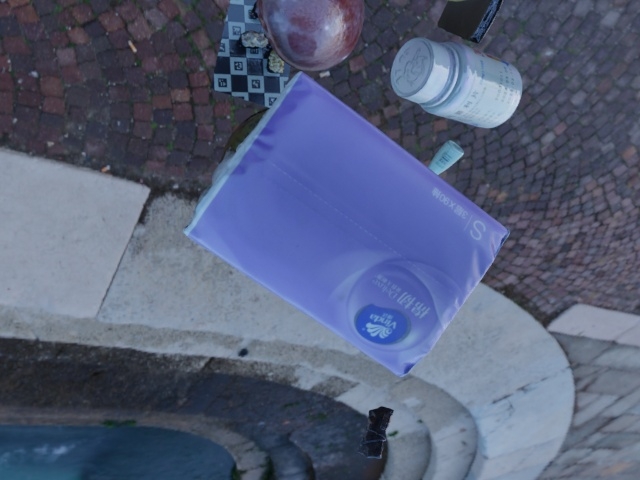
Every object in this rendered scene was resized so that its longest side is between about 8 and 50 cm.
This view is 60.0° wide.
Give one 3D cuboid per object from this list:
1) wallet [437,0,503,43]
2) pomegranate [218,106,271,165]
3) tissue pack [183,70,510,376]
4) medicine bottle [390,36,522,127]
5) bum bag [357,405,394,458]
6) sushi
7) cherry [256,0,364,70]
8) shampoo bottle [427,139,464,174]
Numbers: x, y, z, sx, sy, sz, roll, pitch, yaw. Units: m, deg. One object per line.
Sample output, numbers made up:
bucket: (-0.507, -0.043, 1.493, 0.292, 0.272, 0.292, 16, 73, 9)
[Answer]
wallet: (0.330, -0.508, 1.236, 0.031, 0.198, 0.110, 18, 114, -21)
pomegranate: (-0.042, -0.112, 1.095, 0.285, 0.284, 0.341, -30, 163, 12)
tissue pack: (0.027, -0.018, 0.708, 0.338, 0.160, 0.242, 35, 87, -12)
medicine bottle: (0.320, -0.371, 1.301, 0.293, 0.170, 0.170, 7, 132, -34)
bum bag: (0.115, 0.395, 1.148, 0.058, 0.124, 0.034, -7, 121, 26)
sushi: (-0.147, -0.484, 1.375, 0.193, 0.043, 0.279, 13, 88, -22)
cherry: (-0.018, -0.454, 1.076, 0.213, 0.285, 0.236, -30, 100, 14)
shampoo bottle: (0.390, -0.250, 1.846, 0.069, 0.041, 0.190, 34, 133, -8)
